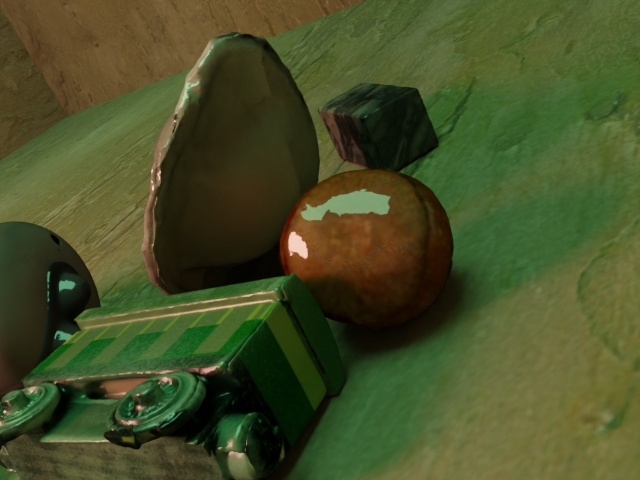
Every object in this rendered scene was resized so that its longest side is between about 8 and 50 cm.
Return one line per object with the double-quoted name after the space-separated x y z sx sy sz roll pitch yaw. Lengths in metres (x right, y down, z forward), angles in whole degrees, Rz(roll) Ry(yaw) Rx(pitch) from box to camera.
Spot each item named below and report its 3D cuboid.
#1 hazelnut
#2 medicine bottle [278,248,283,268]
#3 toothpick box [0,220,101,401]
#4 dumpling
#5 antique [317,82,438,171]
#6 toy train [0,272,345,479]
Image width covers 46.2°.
0.043 0.005 0.664 0.150 0.150 0.150 -23 23 10 "hazelnut"
0.000 0.000 0.822 0.058 0.058 0.091 -7 30 39 "medicine bottle"
-0.391 0.109 0.847 0.316 0.229 0.229 -18 24 17 "toothpick box"
-0.106 -0.047 0.815 0.260 0.181 0.341 -64 13 -19 "dumpling"
0.074 -0.162 1.051 0.086 0.088 0.183 -31 23 -12 "antique"
-0.138 0.134 0.616 0.300 0.120 0.202 -11 24 33 "toy train"
